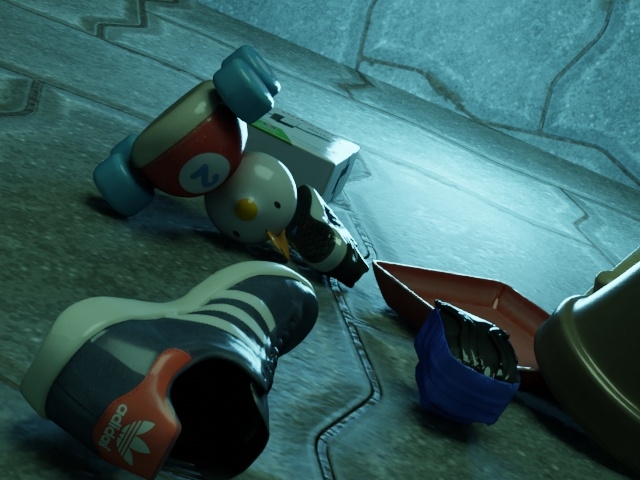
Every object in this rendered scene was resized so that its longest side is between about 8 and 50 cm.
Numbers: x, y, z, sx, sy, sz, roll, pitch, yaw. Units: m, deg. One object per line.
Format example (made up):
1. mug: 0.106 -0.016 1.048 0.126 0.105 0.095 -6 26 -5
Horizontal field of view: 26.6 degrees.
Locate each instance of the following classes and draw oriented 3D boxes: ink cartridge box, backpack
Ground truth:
1. ink cartridge box: -0.040 -0.121 1.997 0.153 0.086 0.208 26 14 5
2. backpack: 0.148 0.136 1.369 0.098 0.101 0.120 18 20 -13

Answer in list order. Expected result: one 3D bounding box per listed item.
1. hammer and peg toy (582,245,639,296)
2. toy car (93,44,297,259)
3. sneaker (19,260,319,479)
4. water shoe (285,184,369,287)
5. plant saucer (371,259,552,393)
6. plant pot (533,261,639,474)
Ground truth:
1. hammer and peg toy: 0.542 0.116 1.793 0.361 0.127 0.266 29 46 32
2. toy car: -0.103 -0.068 1.612 0.238 0.219 0.210 51 11 -11
3. sneaker: -0.078 0.114 1.090 0.148 0.131 0.350 37 24 21
4. water shoe: 0.000 0.000 1.716 0.080 0.073 0.203 41 10 -28
5. plant saucer: 0.216 0.115 1.652 0.259 0.047 0.258 9 21 -42
6. plant pot: 0.408 0.110 1.502 0.263 0.229 0.263 28 28 -17
